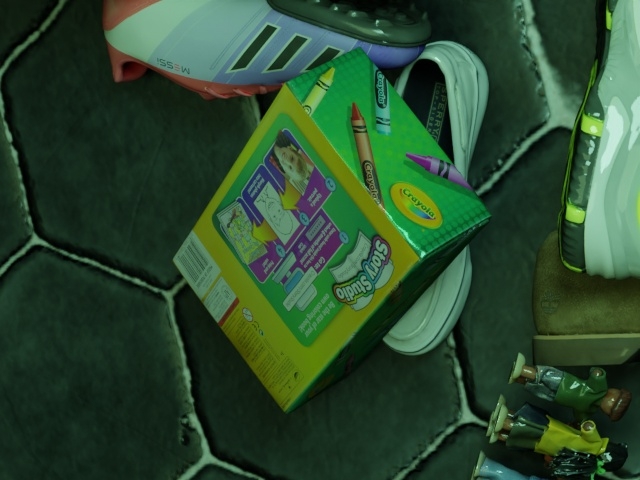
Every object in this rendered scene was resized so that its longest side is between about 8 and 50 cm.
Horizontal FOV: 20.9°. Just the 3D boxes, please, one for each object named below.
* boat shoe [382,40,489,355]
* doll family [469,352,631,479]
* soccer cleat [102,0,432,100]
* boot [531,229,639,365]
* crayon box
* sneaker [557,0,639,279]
[{"bbox_3d":[0.073,-0.030,1.382,0.095,0.084,0.258,7,100,22],"label":"boat shoe"},{"bbox_3d":[0.185,0.165,1.350,0.111,0.193,0.076,17,62,3],"label":"doll family"},{"bbox_3d":[-0.048,-0.161,1.393,0.318,0.108,0.116,15,110,33],"label":"soccer cleat"},{"bbox_3d":[0.300,0.032,1.288,0.305,0.112,0.115,-4,85,26],"label":"boot"},{"bbox_3d":[0.000,0.000,1.348,0.165,0.081,0.278,53,144,11],"label":"crayon box"},{"bbox_3d":[0.274,-0.156,1.252,0.147,0.145,0.385,11,95,4],"label":"sneaker"}]
